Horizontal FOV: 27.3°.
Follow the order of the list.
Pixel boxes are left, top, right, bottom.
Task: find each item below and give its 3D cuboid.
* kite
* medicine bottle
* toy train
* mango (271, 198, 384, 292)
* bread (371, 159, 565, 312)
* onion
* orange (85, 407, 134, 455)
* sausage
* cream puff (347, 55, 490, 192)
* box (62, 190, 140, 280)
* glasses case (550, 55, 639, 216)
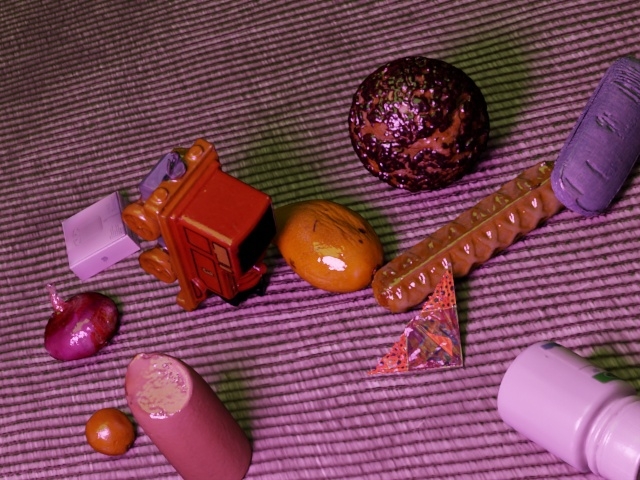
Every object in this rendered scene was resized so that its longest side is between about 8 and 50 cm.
[{"bbox_3d":[0.176,0.157,2.025,0.125,0.008,0.222,41,97,33],"label":"kite"},{"bbox_3d":[0.366,0.241,1.773,0.237,0.139,0.139,28,74,42],"label":"medicine bottle"},{"bbox_3d":[-0.185,-0.016,2.166,0.232,0.369,0.163,28,65,21],"label":"toy train"},{"bbox_3d":[0.000,-0.004,2.187,0.157,0.109,0.262,-32,45,-27],"label":"mango"},{"bbox_3d":[0.240,-0.004,2.084,0.368,0.084,0.077,-34,6,3],"label":"bread"},{"bbox_3d":[-0.443,0.131,2.343,0.150,0.140,0.150,-21,31,13],"label":"onion"},{"bbox_3d":[-0.349,0.318,2.188,0.085,0.085,0.085,-16,49,20],"label":"orange"},{"bbox_3d":[-0.204,0.278,2.009,0.123,0.253,0.123,-14,47,16],"label":"sausage"},{"bbox_3d":[0.159,-0.183,2.154,0.239,0.239,0.164,-17,39,19],"label":"cream puff"},{"bbox_3d":[-0.419,-0.010,2.501,0.129,0.051,0.130,-29,45,9],"label":"box"},{"bbox_3d":[0.451,-0.164,2.057,0.282,0.109,0.067,-58,14,-21],"label":"glasses case"}]
